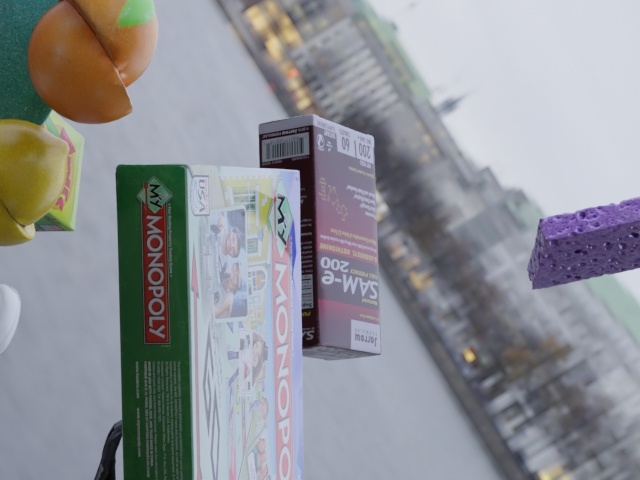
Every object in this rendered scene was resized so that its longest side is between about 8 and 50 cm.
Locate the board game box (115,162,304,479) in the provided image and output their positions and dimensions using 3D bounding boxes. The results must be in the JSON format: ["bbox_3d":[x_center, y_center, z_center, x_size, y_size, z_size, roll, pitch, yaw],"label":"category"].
[{"bbox_3d":[-0.060,0.113,1.021,0.213,0.046,0.317,-6,95,-73],"label":"board game box"}]

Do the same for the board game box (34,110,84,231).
[{"bbox_3d":[-0.264,-0.077,1.483,0.181,0.043,0.092,48,44,-68],"label":"board game box"}]

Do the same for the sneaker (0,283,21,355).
[{"bbox_3d":[-0.294,0.085,1.312,0.054,0.152,0.061,22,-27,49],"label":"sneaker"}]

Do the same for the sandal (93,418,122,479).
[{"bbox_3d":[-0.181,0.224,1.471,0.054,0.254,0.097,25,24,1],"label":"sandal"}]

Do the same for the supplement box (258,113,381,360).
[{"bbox_3d":[0.000,0.000,1.767,0.130,0.073,0.239,14,72,-57],"label":"supplement box"}]

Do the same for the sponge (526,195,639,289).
[{"bbox_3d":[0.315,-0.007,1.704,0.117,0.210,0.031,87,-10,-63],"label":"sponge"}]

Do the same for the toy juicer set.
[{"bbox_3d":[-0.162,-0.078,0.877,0.089,0.329,0.209,15,59,-35],"label":"toy juicer set"}]
